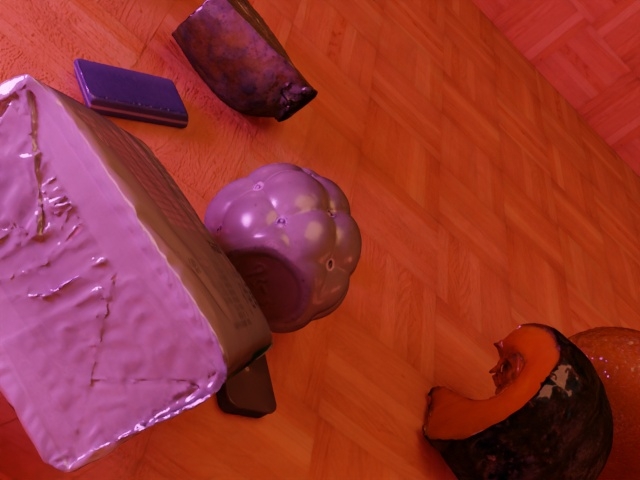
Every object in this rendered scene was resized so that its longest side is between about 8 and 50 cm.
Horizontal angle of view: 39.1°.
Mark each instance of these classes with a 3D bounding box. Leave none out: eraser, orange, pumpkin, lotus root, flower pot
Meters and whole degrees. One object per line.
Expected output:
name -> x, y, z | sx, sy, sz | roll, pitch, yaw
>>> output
eraser -> -0.297, -0.232, 1.434 | 0.225, 0.036, 0.082 | 1, 58, -53
orange -> 0.606, 0.330, 1.799 | 0.357, 0.322, 0.322 | 39, 33, -11
pumpkin -> 0.346, 0.308, 1.527 | 0.225, 0.303, 0.256 | 49, 3, -19
lotus root -> -0.133, -0.325, 1.655 | 0.260, 0.149, 0.267 | 49, 13, -14
flower pot -> -0.060, 0.013, 1.309 | 0.246, 0.246, 0.195 | 43, 32, -15

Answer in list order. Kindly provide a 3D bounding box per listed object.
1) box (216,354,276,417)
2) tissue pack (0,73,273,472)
box -> -0.112, 0.186, 1.260 | 0.091, 0.031, 0.126 | 19, 44, -43
tissue pack -> -0.224, 0.036, 0.958 | 0.332, 0.205, 0.405 | 57, 0, 4
